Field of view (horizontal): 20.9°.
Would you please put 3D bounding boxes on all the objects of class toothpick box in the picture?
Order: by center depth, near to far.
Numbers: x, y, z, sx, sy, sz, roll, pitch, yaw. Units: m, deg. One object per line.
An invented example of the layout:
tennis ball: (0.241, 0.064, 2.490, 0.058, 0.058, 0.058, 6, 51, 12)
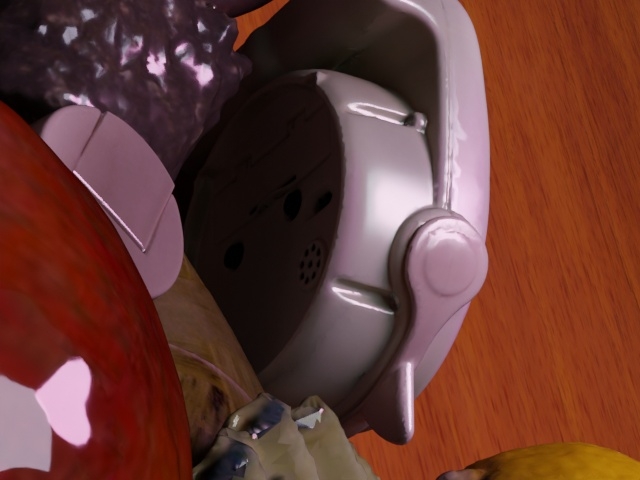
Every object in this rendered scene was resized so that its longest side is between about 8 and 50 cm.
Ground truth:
toothpick box: (-0.172, 0.013, 0.920, 0.111, 0.180, 0.111, 40, 36, -37)

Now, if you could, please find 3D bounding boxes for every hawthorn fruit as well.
hawthorn fruit: (-0.205, 0.077, 0.719, 0.308, 0.308, 0.325, 22, 26, -52)

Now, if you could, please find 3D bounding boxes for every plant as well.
plant: (-0.146, -0.134, 1.099, 0.181, 0.194, 0.321, 50, 38, -25)

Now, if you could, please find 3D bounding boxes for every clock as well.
clock: (0.000, 0.000, 1.150, 0.108, 0.265, 0.324, 17, 56, -31)

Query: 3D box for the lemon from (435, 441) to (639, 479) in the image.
lemon: (0.170, 0.278, 1.191, 0.293, 0.293, 0.293, 40, 37, -38)

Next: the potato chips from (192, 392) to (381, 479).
potato chips: (-0.018, 0.302, 0.897, 0.358, 0.070, 0.429, -42, 125, -48)

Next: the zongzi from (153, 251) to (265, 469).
zongzi: (-0.064, 0.137, 1.063, 0.274, 0.145, 0.300, 57, 19, -30)
